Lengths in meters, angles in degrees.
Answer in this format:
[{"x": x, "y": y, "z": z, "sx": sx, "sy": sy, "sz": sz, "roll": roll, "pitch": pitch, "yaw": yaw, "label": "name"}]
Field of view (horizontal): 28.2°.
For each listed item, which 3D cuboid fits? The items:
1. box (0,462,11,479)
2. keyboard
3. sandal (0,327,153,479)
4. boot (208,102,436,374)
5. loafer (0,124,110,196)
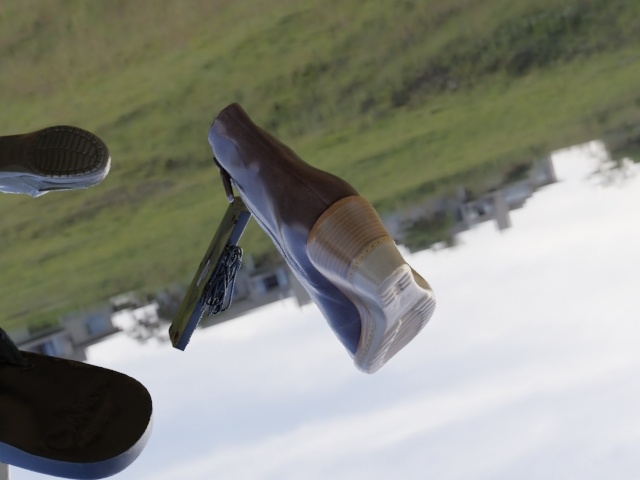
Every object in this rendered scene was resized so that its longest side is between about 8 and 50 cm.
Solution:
[{"x": -0.277, "y": 0.226, "z": 0.776, "sx": 0.181, "sy": 0.181, "sz": 0.119, "roll": -2, "pitch": -135, "yaw": -15, "label": "box"}, {"x": -0.120, "y": 0.048, "z": 1.489, "sx": 0.038, "sy": 0.192, "sz": 0.100, "roll": 22, "pitch": -166, "yaw": -18, "label": "keyboard"}, {"x": -0.150, "y": 0.049, "z": 0.493, "sx": 0.179, "sy": 0.040, "sz": 0.067, "roll": 8, "pitch": -139, "yaw": 13, "label": "sandal"}, {"x": 0.000, "y": 0.000, "z": 1.097, "sx": 0.090, "sy": 0.207, "sz": 0.248, "roll": -41, "pitch": 159, "yaw": -13, "label": "boot"}, {"x": -0.250, "y": -0.070, "z": 1.157, "sx": 0.148, "sy": 0.056, "sz": 0.050, "roll": 3, "pitch": 158, "yaw": 23, "label": "loafer"}]
